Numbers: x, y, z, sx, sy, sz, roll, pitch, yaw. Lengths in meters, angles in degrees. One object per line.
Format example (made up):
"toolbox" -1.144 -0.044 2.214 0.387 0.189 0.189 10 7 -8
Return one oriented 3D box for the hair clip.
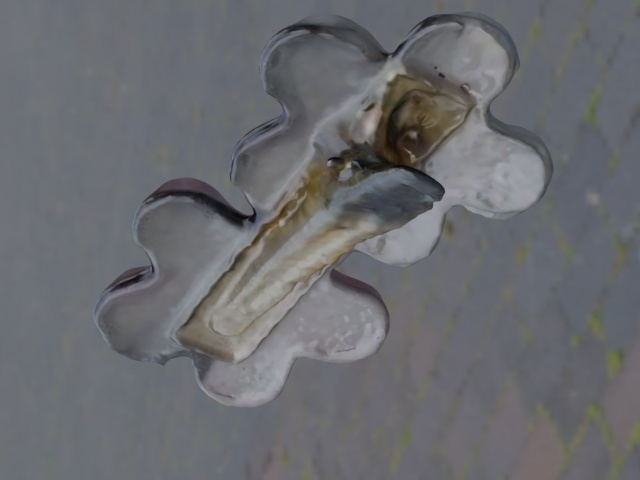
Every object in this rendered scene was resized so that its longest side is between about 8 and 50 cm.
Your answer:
"hair clip" -0.001 -0.006 0.808 0.257 0.146 0.075 -43 36 43
